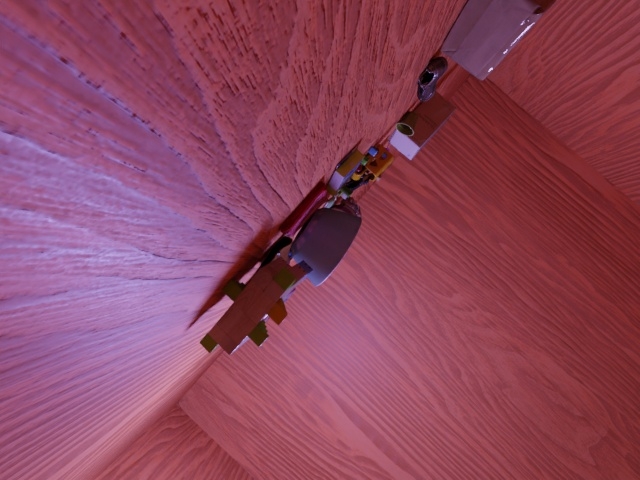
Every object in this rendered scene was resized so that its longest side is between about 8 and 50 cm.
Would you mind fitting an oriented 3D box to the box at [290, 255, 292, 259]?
[{"bbox_3d":[-0.158,0.088,1.879,0.083,0.018,0.067,-46,-161,-28],"label":"box"}]

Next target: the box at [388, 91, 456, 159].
[{"bbox_3d":[0.480,-0.544,1.945,0.311,0.148,0.121,-48,176,-19],"label":"box"}]

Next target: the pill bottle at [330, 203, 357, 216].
[{"bbox_3d":[0.091,-0.087,1.998,0.169,0.169,0.301,-49,177,17],"label":"pill bottle"}]

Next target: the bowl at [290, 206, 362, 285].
[{"bbox_3d":[0.000,0.000,1.548,0.312,0.163,0.311,-55,-172,11],"label":"bowl"}]

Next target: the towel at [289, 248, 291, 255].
[{"bbox_3d":[-0.153,0.067,1.802,0.067,0.029,0.119,-50,177,38],"label":"towel"}]

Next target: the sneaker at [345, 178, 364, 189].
[{"bbox_3d":[0.136,-0.242,1.799,0.089,0.051,0.170,-29,-173,-11],"label":"sneaker"}]

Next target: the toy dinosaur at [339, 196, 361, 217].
[{"bbox_3d":[0.157,-0.180,2.289,0.200,0.127,0.296,-55,167,-21],"label":"toy dinosaur"}]

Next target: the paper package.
[{"bbox_3d":[0.517,-0.639,1.081,0.325,0.168,0.309,-48,178,-11],"label":"paper package"}]

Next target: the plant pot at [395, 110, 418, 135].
[{"bbox_3d":[0.372,-0.497,1.733,0.079,0.083,0.083,-59,179,-11],"label":"plant pot"}]

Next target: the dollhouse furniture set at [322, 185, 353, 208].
[{"bbox_3d":[0.072,-0.168,1.738,0.152,0.058,0.076,-51,176,38],"label":"dollhouse furniture set"}]

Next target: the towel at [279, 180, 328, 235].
[{"bbox_3d":[-0.046,-0.091,1.341,0.199,0.031,0.275,-47,177,0],"label":"towel"}]

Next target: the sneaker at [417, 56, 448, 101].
[{"bbox_3d":[0.334,-0.506,1.313,0.071,0.066,0.188,-30,166,-15],"label":"sneaker"}]

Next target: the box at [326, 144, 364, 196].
[{"bbox_3d":[0.079,-0.221,1.332,0.109,0.042,0.178,-47,178,-19],"label":"box"}]

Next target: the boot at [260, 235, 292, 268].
[{"bbox_3d":[-0.190,0.129,1.478,0.264,0.096,0.280,-45,174,-16],"label":"boot"}]

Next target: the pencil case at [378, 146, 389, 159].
[{"bbox_3d":[0.283,-0.387,1.887,0.070,0.065,0.151,-32,180,9],"label":"pencil case"}]

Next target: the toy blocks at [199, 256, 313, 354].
[{"bbox_3d":[-0.178,0.186,1.304,0.381,0.190,0.261,-49,174,20],"label":"toy blocks"}]

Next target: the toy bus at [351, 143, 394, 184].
[{"bbox_3d":[0.208,-0.290,1.683,0.202,0.104,0.191,-51,176,37],"label":"toy bus"}]
